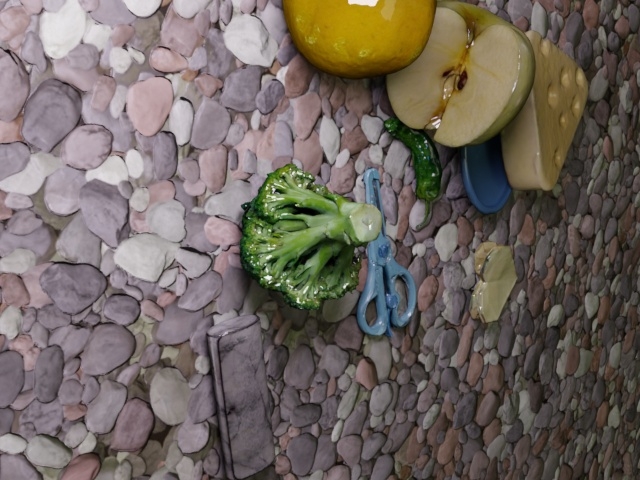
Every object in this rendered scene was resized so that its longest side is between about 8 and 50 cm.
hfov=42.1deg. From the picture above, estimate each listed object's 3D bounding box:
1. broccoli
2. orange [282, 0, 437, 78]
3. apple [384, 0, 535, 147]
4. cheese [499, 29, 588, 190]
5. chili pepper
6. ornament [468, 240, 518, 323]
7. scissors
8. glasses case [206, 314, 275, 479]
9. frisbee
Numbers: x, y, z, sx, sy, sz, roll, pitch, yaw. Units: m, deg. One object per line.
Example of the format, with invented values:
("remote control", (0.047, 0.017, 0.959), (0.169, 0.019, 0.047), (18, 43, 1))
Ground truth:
("broccoli", (0.000, 0.000, 1.486), (0.269, 0.269, 0.254), (30, 61, -44))
("orange", (0.068, -0.411, 1.471), (0.279, 0.279, 0.235), (-19, 141, -41))
("apple", (0.285, -0.342, 1.693), (0.233, 0.295, 0.258), (-42, 153, -56))
("cheese", (0.551, -0.345, 2.053), (0.384, 0.104, 0.384), (-5, 96, -51))
("chili pepper", (0.217, -0.166, 1.812), (0.122, 0.065, 0.279), (-39, 123, -22))
("ornament", (0.449, 0.103, 2.111), (0.180, 0.059, 0.201), (-4, 105, -46))
("scissors", (0.134, 0.032, 1.792), (0.180, 0.032, 0.393), (-25, 115, -40))
("glasses case", (-0.144, 0.292, 1.550), (0.114, 0.060, 0.299), (-21, 113, -40))
("frisbee", (0.390, -0.205, 1.978), (0.289, 0.049, 0.290), (-4, 95, -53))
